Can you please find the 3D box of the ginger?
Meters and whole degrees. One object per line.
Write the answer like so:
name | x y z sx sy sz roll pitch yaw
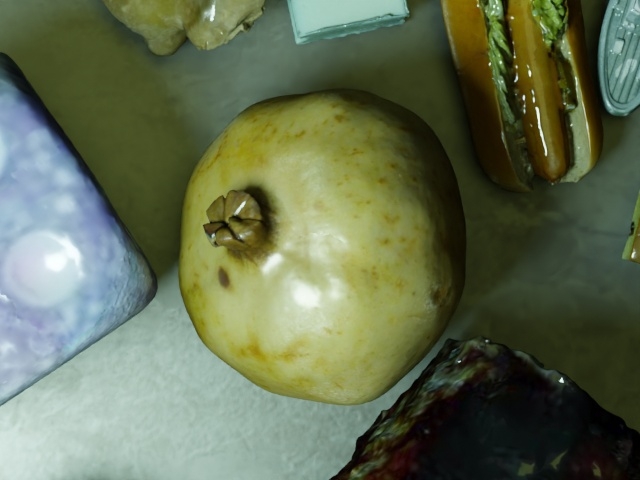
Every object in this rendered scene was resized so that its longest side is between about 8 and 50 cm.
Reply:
ginger | -0.099 -0.290 1.791 0.270 0.123 0.219 -16 88 23

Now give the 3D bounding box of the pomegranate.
pomegranate | 0.005 0.009 1.750 0.307 0.307 0.307 0 89 -5

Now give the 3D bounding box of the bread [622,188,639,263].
bread | 0.415 0.005 1.899 0.226 0.049 0.088 14 87 -6

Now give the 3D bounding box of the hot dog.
hot dog | 0.187 -0.216 1.857 0.135 0.100 0.337 -11 90 -5

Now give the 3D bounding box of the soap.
soap | 0.012 -0.298 1.861 0.114 0.063 0.198 -12 89 -4

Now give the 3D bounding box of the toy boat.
toy boat | 0.326 -0.245 1.878 0.078 0.085 0.261 19 87 -5

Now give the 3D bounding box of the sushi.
sushi | 0.144 0.265 1.725 0.294 0.299 0.281 -46 109 -21

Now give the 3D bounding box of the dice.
dice | -0.321 0.009 1.718 0.270 0.270 0.271 -33 91 -5
